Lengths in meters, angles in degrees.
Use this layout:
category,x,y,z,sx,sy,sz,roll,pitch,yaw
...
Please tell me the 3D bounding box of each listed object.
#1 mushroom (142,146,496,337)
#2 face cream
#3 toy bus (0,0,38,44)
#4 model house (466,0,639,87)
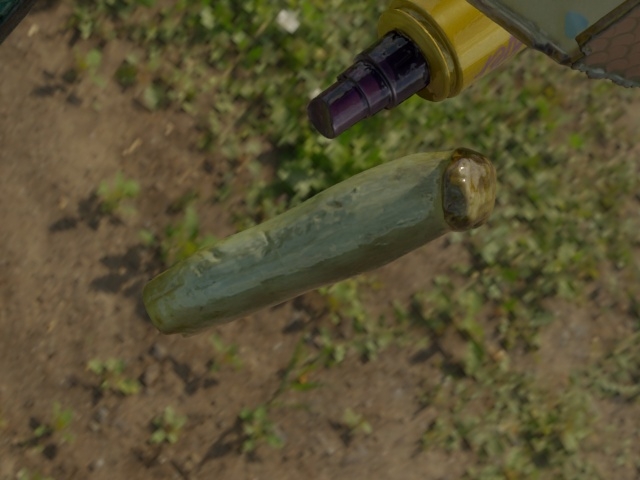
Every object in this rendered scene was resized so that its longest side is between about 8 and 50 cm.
category,x,y,z,sx,sy,sz,roll,pitch,yaw
mushroom,0.000,0.000,1.422,0.100,0.312,0.081,29,40,-70
face cream,0.103,-0.153,1.160,0.273,0.078,0.078,-35,85,-21
toy bus,-0.332,-0.253,1.270,0.256,0.128,0.147,54,28,14
model house,0.192,-0.207,0.966,0.169,0.326,0.244,9,85,-56
